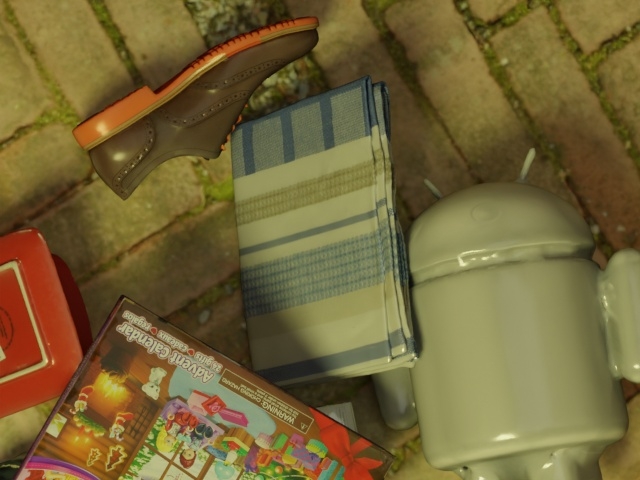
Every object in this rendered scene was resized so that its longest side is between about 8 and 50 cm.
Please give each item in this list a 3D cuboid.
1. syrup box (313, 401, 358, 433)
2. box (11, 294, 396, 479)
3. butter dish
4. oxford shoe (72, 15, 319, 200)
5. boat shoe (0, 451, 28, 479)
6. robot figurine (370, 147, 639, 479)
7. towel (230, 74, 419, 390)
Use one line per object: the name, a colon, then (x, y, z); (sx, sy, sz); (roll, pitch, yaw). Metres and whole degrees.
syrup box: (-0.082, 0.222, 1.791); (0.236, 0.093, 0.096); (-9, 80, -9)
box: (-0.106, 0.209, 1.701); (0.293, 0.057, 0.201); (31, 86, -8)
butter dish: (-0.278, 0.077, 1.790); (0.160, 0.118, 0.160); (-21, 86, 29)
oxford shoe: (-0.109, -0.137, 1.874); (0.271, 0.097, 0.098); (-30, 96, -5)
boat shoe: (-0.225, 0.306, 1.737); (0.254, 0.095, 0.079); (49, 37, 9)
robot figurine: (0.180, 0.096, 1.798); (0.300, 0.200, 0.353); (-12, 79, 19)
towel: (0.000, 0.000, 1.816); (0.034, 0.209, 0.285); (7, 71, -47)
